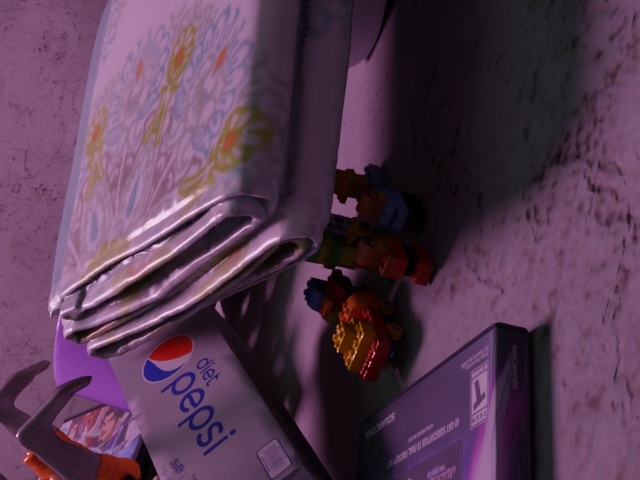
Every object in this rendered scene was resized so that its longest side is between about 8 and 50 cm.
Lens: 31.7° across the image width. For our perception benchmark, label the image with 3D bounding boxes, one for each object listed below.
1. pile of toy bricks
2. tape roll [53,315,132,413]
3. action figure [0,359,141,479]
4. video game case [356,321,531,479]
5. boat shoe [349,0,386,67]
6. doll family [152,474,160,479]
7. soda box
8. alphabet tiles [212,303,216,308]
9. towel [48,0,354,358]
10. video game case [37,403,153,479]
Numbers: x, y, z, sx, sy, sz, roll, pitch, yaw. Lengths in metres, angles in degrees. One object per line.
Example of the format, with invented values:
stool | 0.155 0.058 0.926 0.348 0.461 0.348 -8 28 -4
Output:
pile of toy bricks | 0.000 0.000 0.816 0.212 0.105 0.118 -107 33 -60
tape roll | -0.190 0.043 1.208 0.275 0.090 0.274 17 -90 -86
action figure | -0.197 0.269 0.924 0.341 0.178 0.330 -12 101 54
video game case | 0.059 0.204 0.607 0.196 0.026 0.274 129 150 -58
boat shoe | 0.038 -0.284 0.927 0.301 0.108 0.102 108 163 -44
doll family | -0.117 0.200 1.086 0.163 0.118 0.263 35 117 54
soda box | -0.072 0.139 0.827 0.091 0.098 0.286 -38 31 -3
alphabet tiles | -0.125 0.053 1.232 0.278 0.021 0.284 -63 -6 -66
towel | -0.084 -0.122 0.837 0.320 0.090 0.374 -28 50 50
video game case | -0.309 0.321 1.500 0.275 0.035 0.248 -26 35 44
